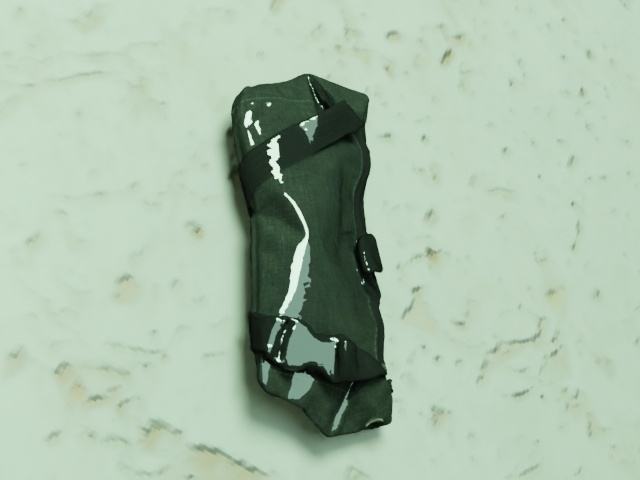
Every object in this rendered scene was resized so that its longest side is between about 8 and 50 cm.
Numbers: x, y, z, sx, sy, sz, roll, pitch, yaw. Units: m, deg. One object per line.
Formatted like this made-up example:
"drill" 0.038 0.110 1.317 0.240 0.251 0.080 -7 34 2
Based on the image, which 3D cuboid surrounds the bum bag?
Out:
"bum bag" 0.000 0.000 0.644 0.087 0.049 0.198 9 66 -33
